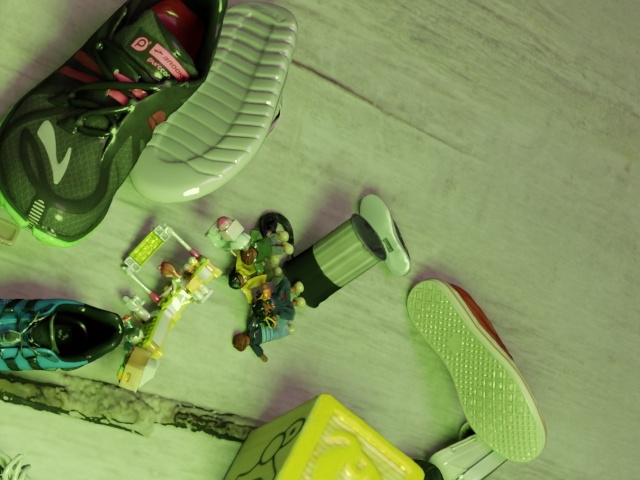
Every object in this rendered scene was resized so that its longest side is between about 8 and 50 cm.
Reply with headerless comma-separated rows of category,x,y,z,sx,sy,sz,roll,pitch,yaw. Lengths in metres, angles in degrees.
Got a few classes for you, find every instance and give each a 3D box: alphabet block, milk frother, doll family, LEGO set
alphabet block,-0.012,0.353,1.945,0.193,0.197,0.192,38,53,-14
milk frother,0.000,0.000,2.128,0.143,0.135,0.129,44,21,-30
doll family,-0.086,0.079,2.068,0.111,0.076,0.193,-23,97,-50
LEGO set,-0.220,0.071,1.911,0.107,0.132,0.287,45,57,-14

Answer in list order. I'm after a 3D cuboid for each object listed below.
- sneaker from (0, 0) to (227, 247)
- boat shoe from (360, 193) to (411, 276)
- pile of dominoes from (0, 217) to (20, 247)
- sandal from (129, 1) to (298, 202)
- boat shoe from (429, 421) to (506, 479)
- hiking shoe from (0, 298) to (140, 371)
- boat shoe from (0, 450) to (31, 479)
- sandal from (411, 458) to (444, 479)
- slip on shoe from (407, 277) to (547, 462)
sneaker,-0.267,-0.195,1.862,0.185,0.202,0.483,35,52,-13
boat shoe,0.104,-0.009,2.301,0.142,0.049,0.040,65,12,-6
pile of dominoes,-0.502,0.002,1.698,0.196,0.040,0.251,43,52,-1
sandal,-0.131,-0.184,2.072,0.102,0.169,0.416,87,26,-49
boat shoe,0.263,0.329,2.326,0.088,0.096,0.267,49,41,12
hiking shoe,-0.377,0.107,1.733,0.304,0.132,0.113,-3,80,-43
boat shoe,-0.391,0.284,1.652,0.367,0.156,0.136,44,52,-26
sandal,0.068,0.499,2.041,0.446,0.167,0.107,-51,131,-40
slip on shoe,0.260,0.200,2.288,0.101,0.123,0.331,-1,53,-54
